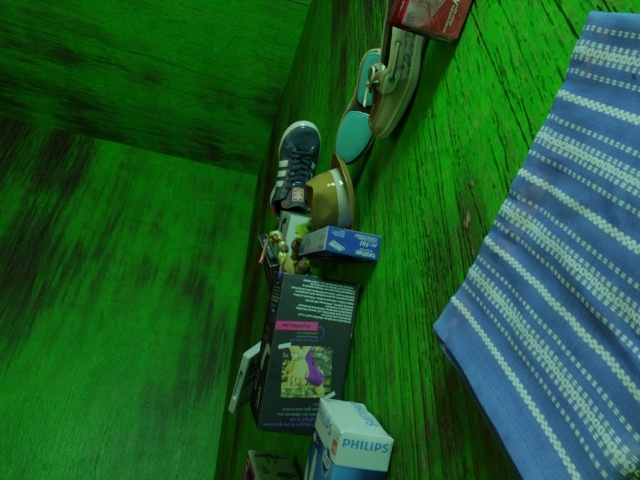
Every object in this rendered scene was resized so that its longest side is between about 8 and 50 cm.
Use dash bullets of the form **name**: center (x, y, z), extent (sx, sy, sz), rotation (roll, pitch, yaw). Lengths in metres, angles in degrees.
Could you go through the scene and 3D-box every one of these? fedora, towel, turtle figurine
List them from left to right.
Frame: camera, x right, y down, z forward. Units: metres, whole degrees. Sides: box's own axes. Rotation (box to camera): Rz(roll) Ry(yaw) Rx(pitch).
- **turtle figurine**: center (-0.059, 0.073, 1.141), extent (0.217, 0.087, 0.270), rotation (-48, 44, 48)
- **fedora**: center (0.014, -0.082, 1.000), extent (0.194, 0.079, 0.195), rotation (170, 90, -81)
- **towel**: center (0.193, 0.011, 0.362), extent (0.243, 0.040, 0.336), rotation (-106, 30, -62)

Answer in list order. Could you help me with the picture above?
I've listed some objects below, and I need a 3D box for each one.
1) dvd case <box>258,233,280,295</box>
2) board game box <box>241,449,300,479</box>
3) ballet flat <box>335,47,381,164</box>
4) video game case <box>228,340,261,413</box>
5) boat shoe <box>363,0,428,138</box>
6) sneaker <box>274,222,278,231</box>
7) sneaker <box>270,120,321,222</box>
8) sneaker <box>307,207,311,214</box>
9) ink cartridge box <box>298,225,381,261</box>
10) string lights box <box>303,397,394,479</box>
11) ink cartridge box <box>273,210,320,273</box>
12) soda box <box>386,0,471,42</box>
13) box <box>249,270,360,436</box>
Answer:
- **dvd case**: center (-0.127, 0.124, 1.372), extent (0.179, 0.029, 0.239), rotation (-122, 21, -58)
- **board game box**: center (-0.096, 0.570, 0.928), extent (0.303, 0.097, 0.224), rotation (-174, 95, -73)
- **ballet flat**: center (0.094, -0.264, 0.994), extent (0.073, 0.080, 0.232), rotation (-39, -29, -65)
- **video game case**: center (-0.146, 0.322, 1.277), extent (0.212, 0.023, 0.193), rotation (-27, -39, -55)
- **boat shoe**: center (0.122, -0.319, 0.835), extent (0.104, 0.089, 0.285), rotation (-120, 43, -70)
- **sneaker**: center (-0.131, -0.076, 1.773), extent (0.089, 0.051, 0.170), rotation (113, 167, -55)
- **sneaker**: center (-0.070, -0.183, 1.489), extent (0.148, 0.131, 0.350), rotation (-102, 21, -45)
- **sneaker**: center (0.017, -0.100, 1.193), extent (0.075, 0.057, 0.161), rotation (-64, 8, -16)
- **ink cartridge box**: center (0.029, 0.013, 0.918), extent (0.207, 0.097, 0.046), rotation (161, 120, -75)
- **string lights box**: center (0.021, 0.370, 0.681), extent (0.133, 0.076, 0.260), rotation (-177, 99, -78)
- **ink cartridge box**: center (-0.072, 0.001, 1.379), extent (0.208, 0.086, 0.153), rotation (-155, 76, -76)
- **soda box**: center (0.181, -0.416, 0.668), extent (0.083, 0.092, 0.263), rotation (-110, 34, -64)
- **box**: center (-0.034, 0.200, 0.914), extent (0.165, 0.143, 0.271), rotation (168, 113, -77)
